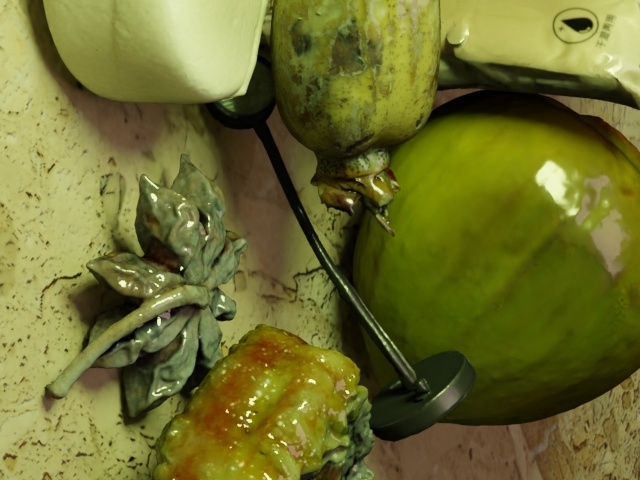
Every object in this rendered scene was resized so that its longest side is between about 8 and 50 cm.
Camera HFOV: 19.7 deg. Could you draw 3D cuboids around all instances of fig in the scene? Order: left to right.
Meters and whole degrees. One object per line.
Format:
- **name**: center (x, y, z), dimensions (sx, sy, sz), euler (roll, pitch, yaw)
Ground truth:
- **fig**: center (0.177, 0.024, 1.785), dimensions (0.343, 0.343, 0.343), euler (2, 87, -54)

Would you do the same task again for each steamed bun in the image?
- **steamed bun**: center (-0.132, -0.236, 1.494), dimensions (0.164, 0.146, 0.242), euler (29, 65, -58)

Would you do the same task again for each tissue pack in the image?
- **tissue pack**: center (0.179, -0.237, 1.760), dimensions (0.375, 0.390, 0.195), euler (-54, 146, -49)

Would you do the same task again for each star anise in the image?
- **star anise**: center (-0.130, 0.051, 1.549), dimensions (0.262, 0.081, 0.230), euler (-49, 145, -45)

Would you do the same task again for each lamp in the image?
- **lamp**: center (-0.003, 0.012, 1.656), dimensions (0.130, 0.108, 0.371), euler (-37, 83, -15)

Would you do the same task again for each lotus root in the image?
- **lotus root**: center (0.028, -0.143, 1.560), dimensions (0.154, 0.154, 0.278), euler (-32, 127, -50)

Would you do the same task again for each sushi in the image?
- **sushi**: center (-0.044, 0.186, 1.569), dimensions (0.274, 0.139, 0.184), euler (-53, 154, -31)
